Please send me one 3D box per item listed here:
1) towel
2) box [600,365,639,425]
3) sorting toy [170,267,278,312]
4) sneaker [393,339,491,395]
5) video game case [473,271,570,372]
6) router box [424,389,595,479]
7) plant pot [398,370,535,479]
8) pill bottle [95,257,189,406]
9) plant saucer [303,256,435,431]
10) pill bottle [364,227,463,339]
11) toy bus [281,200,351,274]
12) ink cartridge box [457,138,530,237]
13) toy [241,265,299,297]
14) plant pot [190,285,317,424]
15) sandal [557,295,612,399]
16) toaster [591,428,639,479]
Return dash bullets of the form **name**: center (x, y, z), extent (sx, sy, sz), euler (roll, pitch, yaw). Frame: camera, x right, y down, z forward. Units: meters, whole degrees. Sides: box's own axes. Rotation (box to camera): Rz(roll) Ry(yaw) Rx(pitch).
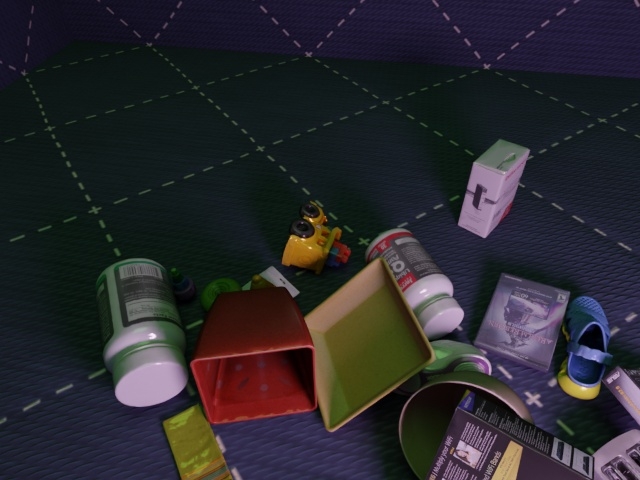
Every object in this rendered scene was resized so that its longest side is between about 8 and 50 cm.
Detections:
- **towel**: center (-0.287, 0.498, 1.101), extent (0.102, 0.021, 0.237), euler (-22, 47, -22)
- **box**: center (0.792, 0.387, 1.104), extent (0.231, 0.056, 0.183), euler (12, 36, -34)
- **sorting toy**: center (-0.278, 0.128, 1.346), extent (0.365, 0.126, 0.127), euler (6, 47, 19)
- **sneaker**: center (0.278, 0.325, 1.236), extent (0.305, 0.114, 0.152), euler (-3, 9, 12)
- **video game case**: center (0.573, 0.221, 1.342), extent (0.196, 0.026, 0.274), euler (17, 52, 27)
- **router box**: center (0.332, 0.483, 0.906), extent (0.243, 0.309, 0.081), euler (25, 22, 24)
- **plant pot**: center (0.340, 0.406, 1.045), extent (0.284, 0.284, 0.191), euler (24, 21, 24)
- **pill bottle**: center (-0.471, 0.233, 1.247), extent (0.204, 0.204, 0.361), euler (-16, 46, -16)
- **plant saucer**: center (0.112, 0.261, 1.205), extent (0.333, 0.081, 0.332), euler (-41, 43, 19)
- **pill bottle**: center (0.271, 0.125, 1.373), extent (0.176, 0.176, 0.318), euler (-16, 46, -16)
- **toy bus**: center (0.000, 0.000, 1.544), extent (0.211, 0.149, 0.220), euler (20, 43, 3)
- **ink cartridge box**: center (0.588, -0.178, 1.616), extent (0.114, 0.273, 0.197), euler (31, 52, 28)
- **toy**: center (-0.193, 0.192, 1.395), extent (0.237, 0.056, 0.137), euler (-34, 57, -24)
- **plant pot**: center (-0.157, 0.265, 1.175), extent (0.267, 0.267, 0.235), euler (-6, 40, -5)
- **sandal**: center (0.717, 0.259, 1.259), extent (0.126, 0.138, 0.317), euler (13, 44, 17)
- **toaster**: center (0.659, 0.514, 1.010), extent (0.168, 0.110, 0.185), euler (-18, 46, -19)
